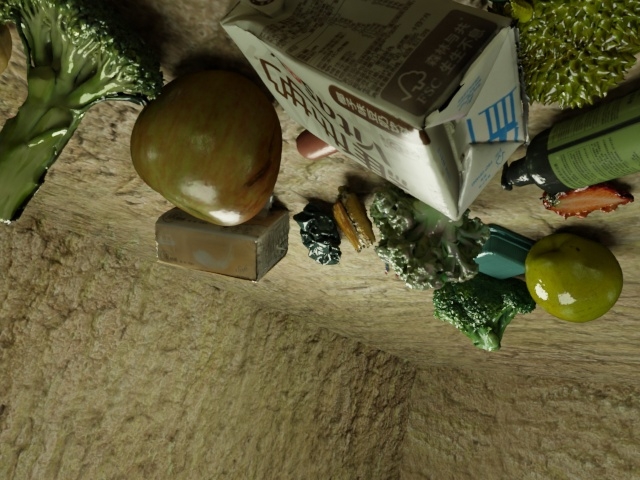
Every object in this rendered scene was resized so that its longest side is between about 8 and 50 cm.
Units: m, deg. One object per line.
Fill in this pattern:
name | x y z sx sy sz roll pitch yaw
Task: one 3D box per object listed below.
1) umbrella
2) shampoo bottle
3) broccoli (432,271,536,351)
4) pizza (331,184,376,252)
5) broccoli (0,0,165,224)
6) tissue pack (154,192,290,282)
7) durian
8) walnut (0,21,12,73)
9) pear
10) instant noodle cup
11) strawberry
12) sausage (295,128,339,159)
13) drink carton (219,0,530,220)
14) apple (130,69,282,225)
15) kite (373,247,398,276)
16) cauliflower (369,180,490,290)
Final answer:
umbrella | -0.001 0.003 1.357 0.094 0.143 0.349 -29 170 -6
shampoo bottle | 0.375 -0.128 0.701 0.101 0.101 0.283 24 159 -24
broccoli | 0.434 0.174 1.325 0.261 0.269 0.242 1 114 32
pizza | 0.080 -0.047 1.129 0.069 0.147 0.226 -28 173 -4
broccoli | -0.419 -0.203 0.745 0.252 0.361 0.221 49 179 19
tissue pack | -0.259 -0.044 1.309 0.305 0.239 0.238 9 160 19
durian | 0.242 -0.212 0.464 0.146 0.159 0.198 49 -175 17
walnut | -0.581 -0.334 0.725 0.198 0.198 0.245 8 156 19
pear | 0.535 0.076 1.048 0.198 0.198 0.198 14 161 5
instant noodle cup | 0.423 0.034 1.179 0.179 0.070 0.157 22 158 -16
strawberry | 0.463 -0.080 0.862 0.152 0.048 0.104 0 153 1
sausage | 0.015 -0.185 0.877 0.062 0.062 0.154 28 157 -33
drink carton | 0.056 -0.178 0.559 0.324 0.132 0.194 39 177 34
apple | -0.188 -0.165 0.853 0.264 0.265 0.264 14 161 5
kite | 0.235 0.073 1.514 0.141 0.015 0.245 13 160 13
cauliflower | 0.223 -0.039 0.978 0.256 0.238 0.315 50 149 20
